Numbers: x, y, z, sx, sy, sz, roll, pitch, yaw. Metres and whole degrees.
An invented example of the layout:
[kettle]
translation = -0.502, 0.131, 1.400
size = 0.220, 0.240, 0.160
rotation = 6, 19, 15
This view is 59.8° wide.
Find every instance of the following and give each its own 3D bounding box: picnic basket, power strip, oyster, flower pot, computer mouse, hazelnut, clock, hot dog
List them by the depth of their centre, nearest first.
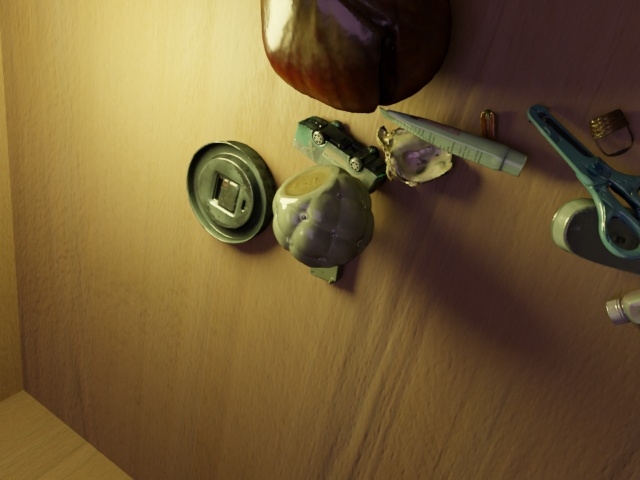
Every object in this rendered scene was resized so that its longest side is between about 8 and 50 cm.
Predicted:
[picnic basket]
translation = 0.560, -0.203, 1.068
size = 0.072, 0.072, 0.083
rotation = -26, 87, 37
[computer mouse]
translation = 0.585, -0.011, 1.121
size = 0.231, 0.079, 0.127
rotation = 19, 109, 11
[hazelnut]
translation = 0.060, -0.444, 1.147
size = 0.409, 0.359, 0.359
rotation = 31, 122, 29
[hot dog]
translation = 0.367, -0.245, 1.212
size = 0.037, 0.021, 0.083
rotation = 14, 116, 40
[oyster]
translation = 0.214, -0.208, 1.302
size = 0.163, 0.081, 0.191
rotation = -43, 84, 9
[flower pot]
translation = 0.005, -0.060, 1.312
size = 0.246, 0.246, 0.195
rotation = -3, 128, 34
[power strip]
translation = 0.000, 0.000, 1.520
size = 0.145, 0.061, 0.215
rotation = 20, 116, 25
[clock]
translation = -0.266, -0.145, 1.643
size = 0.313, 0.061, 0.312
rotation = 12, 113, 30

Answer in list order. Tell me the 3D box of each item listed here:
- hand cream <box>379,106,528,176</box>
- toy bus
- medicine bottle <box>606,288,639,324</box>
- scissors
[hand cream]
translation = 0.281, -0.218, 1.213
size = 0.331, 0.085, 0.058
rotation = 22, 95, 15
[toy bus]
translation = 0.053, -0.216, 1.394
size = 0.262, 0.091, 0.109
rotation = 40, 135, 17
[medicine bottle]
translation = 0.651, 0.133, 1.127
size = 0.118, 0.074, 0.055
rotation = -25, 93, 37
[scissors]
translation = 0.547, -0.128, 1.083
size = 0.393, 0.180, 0.032
rotation = 54, 172, 17
